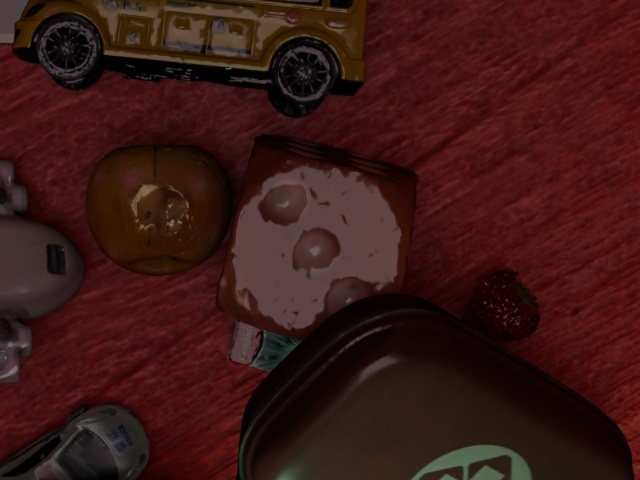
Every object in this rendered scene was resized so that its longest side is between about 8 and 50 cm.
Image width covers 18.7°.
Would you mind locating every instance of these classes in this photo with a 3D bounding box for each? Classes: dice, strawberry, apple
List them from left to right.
[{"bbox_3d":[-0.155,-0.028,1.870,0.146,0.146,0.146,0,98,0],"label":"apple"},{"bbox_3d":[0.000,0.000,1.856,0.174,0.175,0.179,15,94,-1],"label":"dice"},{"bbox_3d":[0.176,0.073,1.919,0.083,0.073,0.073,-41,96,18],"label":"strawberry"}]

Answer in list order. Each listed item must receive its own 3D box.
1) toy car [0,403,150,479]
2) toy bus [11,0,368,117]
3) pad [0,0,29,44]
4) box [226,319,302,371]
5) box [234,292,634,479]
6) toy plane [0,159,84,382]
[{"bbox_3d":[-0.266,0.240,1.948,0.205,0.056,0.095,-32,95,5],"label":"toy car"},{"bbox_3d":[-0.121,-0.208,1.845,0.331,0.145,0.151,6,89,-4],"label":"toy bus"},{"bbox_3d":[-0.357,-0.325,1.899,0.176,0.002,0.266,0,97,1],"label":"pad"},{"bbox_3d":[0.018,0.118,1.937,0.218,0.039,0.055,14,99,-1],"label":"box"},{"bbox_3d":[0.115,0.207,1.826,0.404,0.108,0.263,31,111,-34],"label":"box"},{"bbox_3d":[-0.356,0.031,1.881,0.252,0.118,0.252,4,72,-11],"label":"toy plane"}]
